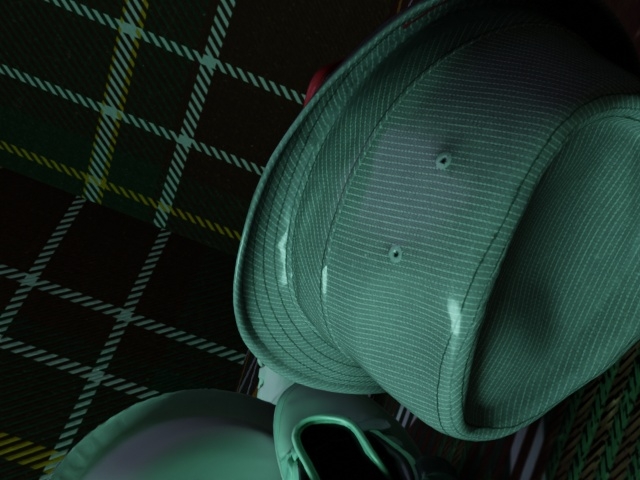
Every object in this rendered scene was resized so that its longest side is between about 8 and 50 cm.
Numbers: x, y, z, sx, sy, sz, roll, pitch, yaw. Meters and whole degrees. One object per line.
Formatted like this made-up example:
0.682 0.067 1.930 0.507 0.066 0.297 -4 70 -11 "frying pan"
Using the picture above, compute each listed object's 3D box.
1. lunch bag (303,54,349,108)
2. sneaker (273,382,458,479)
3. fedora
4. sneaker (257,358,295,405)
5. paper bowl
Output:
0.036 -0.128 1.335 0.258 0.120 0.293 -42 -31 -58 "lunch bag"
0.019 0.130 0.537 0.256 0.094 0.151 -126 14 -56 "sneaker"
0.093 0.005 0.458 0.275 0.244 0.124 -58 37 13 "fedora"
-0.023 0.163 0.977 0.297 0.129 0.111 -59 -9 -15 "sneaker"
-0.084 0.252 0.656 0.148 0.284 0.284 129 162 -56 "paper bowl"
